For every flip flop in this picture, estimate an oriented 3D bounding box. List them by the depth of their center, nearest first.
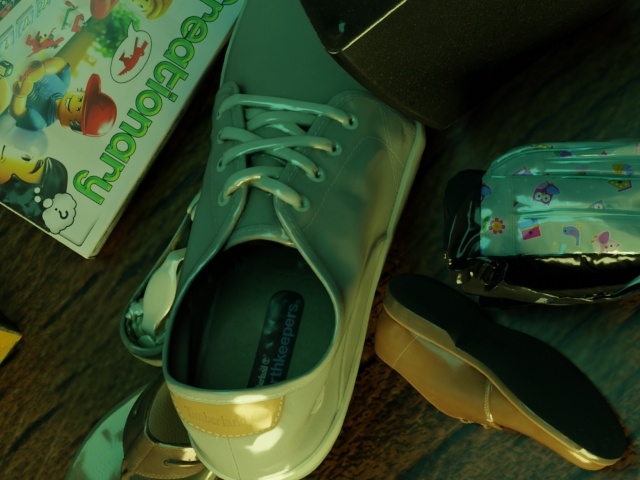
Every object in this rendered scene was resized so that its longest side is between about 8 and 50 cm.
[{"bbox_3d":[-0.096,0.136,1.368,0.277,0.080,0.112,-35,66,13],"label":"flip flop"}]

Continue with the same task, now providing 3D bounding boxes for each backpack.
[{"bbox_3d":[0.182,-0.012,1.243,0.182,0.152,0.115,-3,86,12],"label":"backpack"}]

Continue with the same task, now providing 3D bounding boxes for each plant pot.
[{"bbox_3d":[0.068,-0.205,1.231,0.187,0.167,0.188,-36,72,29],"label":"plant pot"}]

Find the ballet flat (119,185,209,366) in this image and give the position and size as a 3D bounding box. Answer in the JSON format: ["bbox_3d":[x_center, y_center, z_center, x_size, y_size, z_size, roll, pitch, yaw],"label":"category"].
[{"bbox_3d":[-0.089,0.005,1.402,0.072,0.068,0.213,31,91,27],"label":"ballet flat"}]

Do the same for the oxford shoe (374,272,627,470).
[{"bbox_3d":[0.129,0.109,1.291,0.212,0.076,0.076,35,124,25],"label":"oxford shoe"}]

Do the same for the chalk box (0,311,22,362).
[{"bbox_3d":[-0.433,0.045,1.489,0.289,0.180,0.179,40,96,28],"label":"chalk box"}]

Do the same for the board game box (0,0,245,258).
[{"bbox_3d":[-0.189,-0.163,1.454,0.193,0.053,0.305,32,93,1],"label":"board game box"}]

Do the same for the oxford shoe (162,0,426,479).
[{"bbox_3d":[-0.021,-0.044,1.307,0.169,0.130,0.449,2,65,18],"label":"oxford shoe"}]
